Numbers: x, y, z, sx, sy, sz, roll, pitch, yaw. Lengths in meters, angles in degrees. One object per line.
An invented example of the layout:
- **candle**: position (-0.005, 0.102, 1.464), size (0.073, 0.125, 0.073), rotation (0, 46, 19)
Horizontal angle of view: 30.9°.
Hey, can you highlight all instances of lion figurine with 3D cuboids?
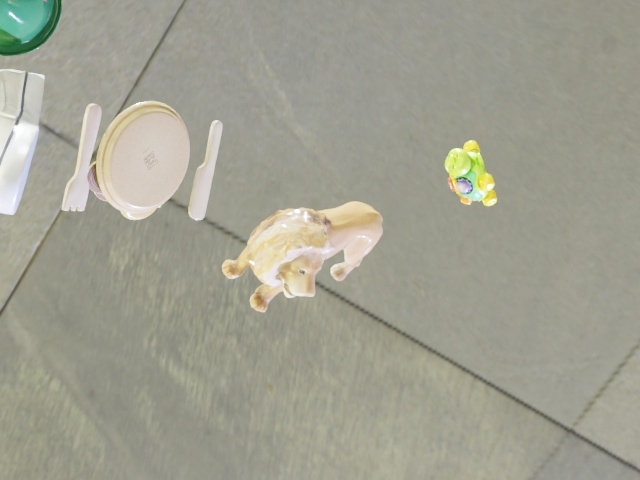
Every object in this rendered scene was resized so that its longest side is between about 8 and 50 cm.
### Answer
- **lion figurine**: position (0.000, 0.000, 1.881), size (0.240, 0.392, 0.142), rotation (-40, 85, 38)

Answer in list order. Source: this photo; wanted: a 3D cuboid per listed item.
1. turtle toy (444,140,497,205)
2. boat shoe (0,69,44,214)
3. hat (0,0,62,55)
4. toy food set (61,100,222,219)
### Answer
- **turtle toy**: position (0.239, -0.110, 1.886), size (0.066, 0.095, 0.130), rotation (-21, 150, 3)
- **boat shoe**: position (-0.509, -0.169, 1.749), size (0.156, 0.367, 0.136), rotation (12, 123, -17)
- **hat**: position (-0.476, -0.361, 1.768), size (0.173, 0.183, 0.208), rotation (-45, 121, -2)
- **toy food set**: position (-0.195, -0.086, 1.244), size (0.192, 0.038, 0.132), rotation (4, 104, -49)
